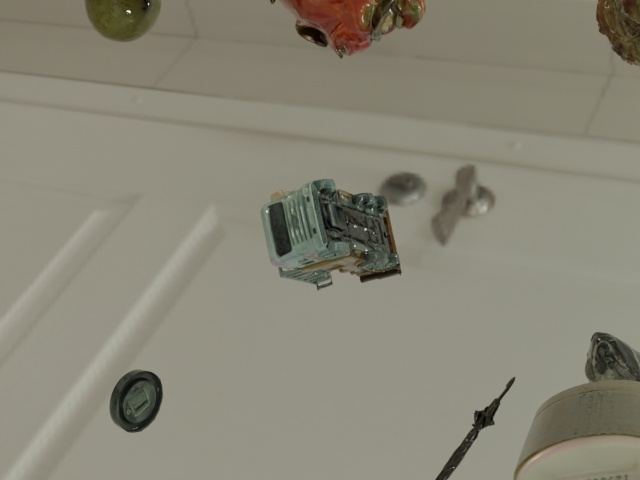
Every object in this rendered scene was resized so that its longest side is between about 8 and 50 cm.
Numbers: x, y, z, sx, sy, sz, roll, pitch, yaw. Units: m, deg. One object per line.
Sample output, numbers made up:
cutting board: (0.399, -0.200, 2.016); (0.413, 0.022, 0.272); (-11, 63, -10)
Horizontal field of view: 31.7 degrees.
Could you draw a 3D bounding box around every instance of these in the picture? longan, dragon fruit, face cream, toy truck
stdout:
longan: (-0.375, -0.445, 2.075); (0.145, 0.176, 0.155); (22, 83, -58)
dragon fruit: (0.030, -0.321, 1.195); (0.227, 0.224, 0.224); (60, 38, -10)
face cream: (0.264, 0.186, 1.067); (0.285, 0.139, 0.067); (-14, 94, -74)
toy truck: (0.000, -0.001, 1.144); (0.177, 0.115, 0.080); (17, 58, -61)

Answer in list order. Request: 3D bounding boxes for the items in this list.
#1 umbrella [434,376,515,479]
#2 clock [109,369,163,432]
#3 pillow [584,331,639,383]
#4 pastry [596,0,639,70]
umbrella: (0.134, 0.185, 1.028); (0.149, 0.022, 0.022); (-56, 175, 1)
clock: (-0.242, 0.210, 1.479); (0.085, 0.017, 0.085); (-21, 117, -49)
pillow: (0.447, 0.228, 1.636); (0.161, 0.092, 0.335); (64, 8, 24)
pastry: (0.548, -0.320, 1.677); (0.162, 0.255, 0.311); (-61, -178, -12)
